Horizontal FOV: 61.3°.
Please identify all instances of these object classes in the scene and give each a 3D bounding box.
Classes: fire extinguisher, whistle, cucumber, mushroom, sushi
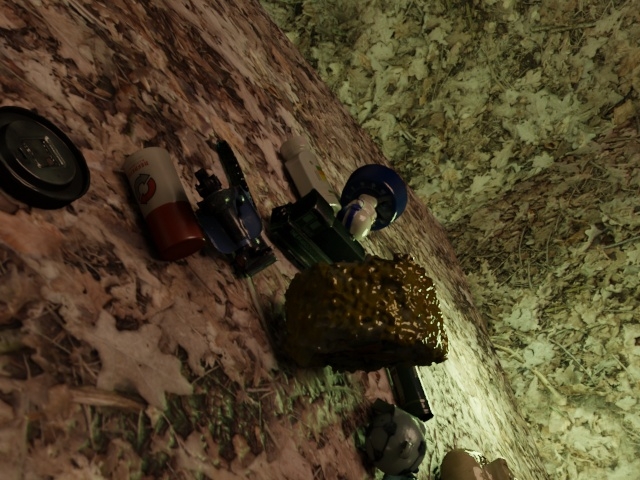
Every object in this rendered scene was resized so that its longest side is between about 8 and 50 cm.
[{"bbox_3d":[0.264,0.427,1.706,0.118,0.093,0.294,75,-1,-51],"label":"fire extinguisher"},{"bbox_3d":[0.180,0.498,1.354,0.163,0.164,0.289,59,-11,5],"label":"whistle"},{"bbox_3d":[-0.236,-0.182,1.507,0.256,0.043,0.044,65,16,21],"label":"cucumber"},{"bbox_3d":[0.472,0.720,1.595,0.246,0.202,0.246,50,11,-13],"label":"mushroom"},{"bbox_3d":[0.100,0.191,1.309,0.396,0.352,0.240,35,45,-55],"label":"sushi"}]

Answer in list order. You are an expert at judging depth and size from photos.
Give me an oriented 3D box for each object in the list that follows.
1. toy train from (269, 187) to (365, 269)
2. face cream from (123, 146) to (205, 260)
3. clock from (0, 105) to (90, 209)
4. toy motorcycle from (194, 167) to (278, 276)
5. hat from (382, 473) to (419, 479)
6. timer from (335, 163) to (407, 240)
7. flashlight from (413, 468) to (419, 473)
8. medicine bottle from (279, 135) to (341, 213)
[{"bbox_3d":[0.000,0.000,1.590,0.330,0.178,0.138,45,23,-28],"label":"toy train"},{"bbox_3d":[-0.313,-0.073,1.082,0.214,0.096,0.096,63,21,15],"label":"face cream"},{"bbox_3d":[-0.469,-0.134,0.889,0.184,0.040,0.184,48,21,-25],"label":"clock"},{"bbox_3d":[-0.177,-0.029,1.153,0.212,0.125,0.358,57,-5,7],"label":"toy motorcycle"},{"bbox_3d":[0.235,0.638,1.329,0.191,0.078,0.138,49,23,-23],"label":"hat"},{"bbox_3d":[0.168,-0.122,2.127,0.270,0.270,0.383,55,34,-8],"label":"timer"},{"bbox_3d":[0.232,0.582,1.474,0.121,0.057,0.035,60,-19,-10],"label":"flashlight"},{"bbox_3d":[-0.040,-0.224,1.932,0.161,0.111,0.296,12,47,-63],"label":"medicine bottle"}]
